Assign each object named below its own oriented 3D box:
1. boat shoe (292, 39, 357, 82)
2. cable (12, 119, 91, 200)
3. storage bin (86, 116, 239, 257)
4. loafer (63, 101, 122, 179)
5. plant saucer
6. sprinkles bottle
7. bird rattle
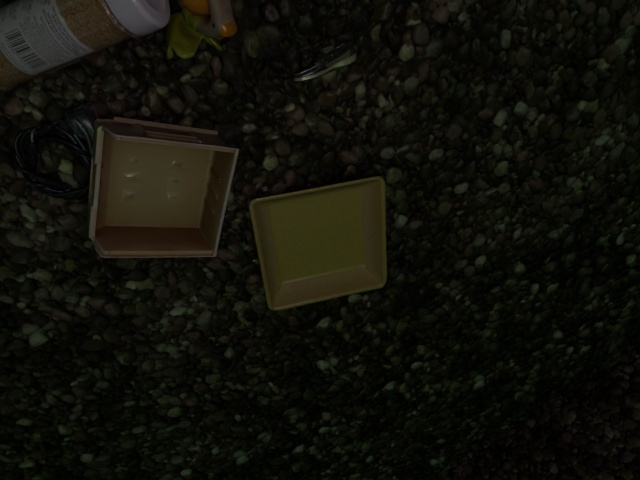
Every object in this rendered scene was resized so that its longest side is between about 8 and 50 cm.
[{"bbox_3d":[0.005,-0.385,0.997,0.152,0.056,0.049,-26,118,-11],"label":"boat shoe"},{"bbox_3d":[-0.550,-0.153,0.979,0.150,0.047,0.185,-24,123,-1],"label":"cable"},{"bbox_3d":[-0.340,-0.106,0.984,0.260,0.123,0.263,0,121,-33],"label":"storage bin"},{"bbox_3d":[-0.456,-0.205,0.968,0.061,0.062,0.170,-28,124,-4],"label":"loafer"},{"bbox_3d":[0.000,0.000,1.198,0.332,0.081,0.333,-12,121,-9],"label":"plant saucer"},{"bbox_3d":[-0.434,-0.363,0.780,0.354,0.121,0.121,-12,124,16],"label":"sprinkles bottle"},{"bbox_3d":[-0.221,-0.454,0.815,0.143,0.206,0.254,-32,133,-29],"label":"bird rattle"}]
